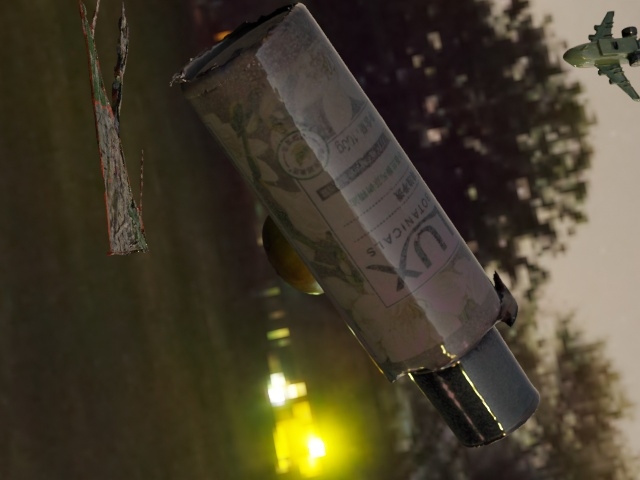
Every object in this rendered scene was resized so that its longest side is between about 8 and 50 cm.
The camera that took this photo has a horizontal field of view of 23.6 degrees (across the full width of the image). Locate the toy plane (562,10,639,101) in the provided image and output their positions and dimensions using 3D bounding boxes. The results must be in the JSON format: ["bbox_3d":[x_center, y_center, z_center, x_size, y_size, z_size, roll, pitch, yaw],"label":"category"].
[{"bbox_3d":[0.228,-0.147,1.198,0.033,0.083,0.080,132,-50,-61],"label":"toy plane"}]

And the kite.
[{"bbox_3d":[-0.118,-0.076,0.877,0.244,0.006,0.198,-97,179,-50],"label":"kite"}]

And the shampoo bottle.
[{"bbox_3d":[0.024,-0.002,0.675,0.214,0.072,0.072,55,7,-16],"label":"shampoo bottle"}]

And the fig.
[{"bbox_3d":[0.000,0.000,1.358,0.082,0.098,0.084,44,24,-41],"label":"fig"}]
